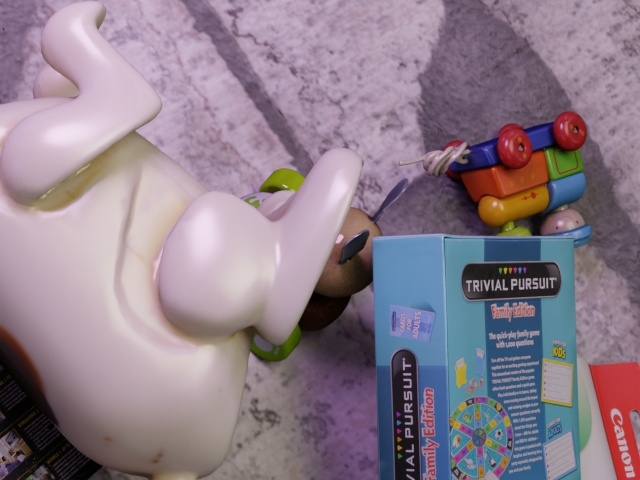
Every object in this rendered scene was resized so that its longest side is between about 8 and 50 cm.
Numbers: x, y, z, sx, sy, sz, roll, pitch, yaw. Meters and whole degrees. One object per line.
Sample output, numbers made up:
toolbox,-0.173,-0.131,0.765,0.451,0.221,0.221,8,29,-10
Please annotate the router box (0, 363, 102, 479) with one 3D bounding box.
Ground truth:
router box,-0.238,0.150,1.583,0.133,0.046,0.179,53,50,-4

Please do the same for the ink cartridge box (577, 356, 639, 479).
ink cartridge box,0.286,0.209,1.934,0.225,0.056,0.181,-2,72,-35

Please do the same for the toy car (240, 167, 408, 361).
toy car,0.000,0.000,1.726,0.149,0.188,0.155,48,51,-10

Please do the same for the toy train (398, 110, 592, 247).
toy train,0.182,-0.040,1.943,0.248,0.105,0.143,-19,96,-39

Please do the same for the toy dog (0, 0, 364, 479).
toy dog,-0.233,0.006,1.498,0.408,0.284,0.395,25,85,-9

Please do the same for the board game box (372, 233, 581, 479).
board game box,0.150,0.163,1.731,0.254,0.079,0.336,1,87,-56
